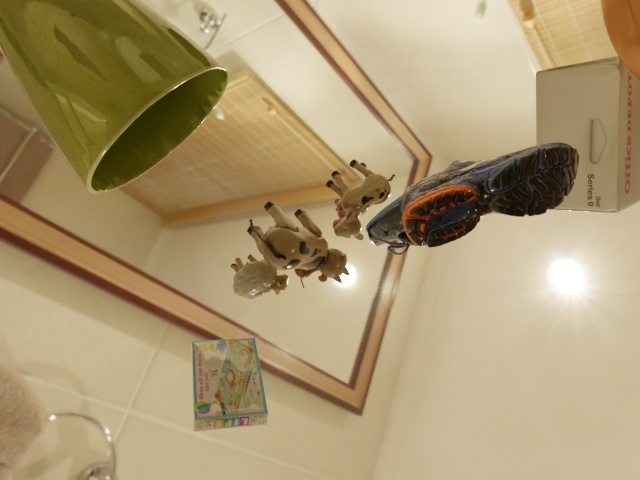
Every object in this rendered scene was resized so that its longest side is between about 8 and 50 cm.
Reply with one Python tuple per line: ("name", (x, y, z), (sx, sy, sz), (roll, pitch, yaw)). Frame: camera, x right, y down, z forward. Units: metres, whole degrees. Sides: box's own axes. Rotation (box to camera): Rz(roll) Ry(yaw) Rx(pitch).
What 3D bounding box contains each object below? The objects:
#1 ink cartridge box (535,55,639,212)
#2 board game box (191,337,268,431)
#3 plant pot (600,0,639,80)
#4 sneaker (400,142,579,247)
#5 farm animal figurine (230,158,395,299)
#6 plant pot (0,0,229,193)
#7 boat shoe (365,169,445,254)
("ink cartridge box", (0.460, -0.173, 0.791), (0.121, 0.289, 0.211), (8, -71, 49))
("board game box", (-0.142, 0.213, 0.770), (0.154, 0.103, 0.026), (-112, -153, -54))
("plant pot", (0.423, -0.263, 0.417), (0.291, 0.291, 0.203), (-42, 178, 12))
("sneaker", (0.192, -0.069, 0.591), (0.221, 0.083, 0.087), (-16, -147, -2))
("farm animal figurine", (0.000, 0.000, 1.086), (0.172, 0.327, 0.330), (52, -49, 30))
("plant pot", (-0.338, -0.268, 0.751), (0.275, 0.293, 0.275), (-43, -174, 5))
("boat shoe", (0.147, -0.024, 0.845), (0.109, 0.089, 0.258), (-27, 172, -16))
